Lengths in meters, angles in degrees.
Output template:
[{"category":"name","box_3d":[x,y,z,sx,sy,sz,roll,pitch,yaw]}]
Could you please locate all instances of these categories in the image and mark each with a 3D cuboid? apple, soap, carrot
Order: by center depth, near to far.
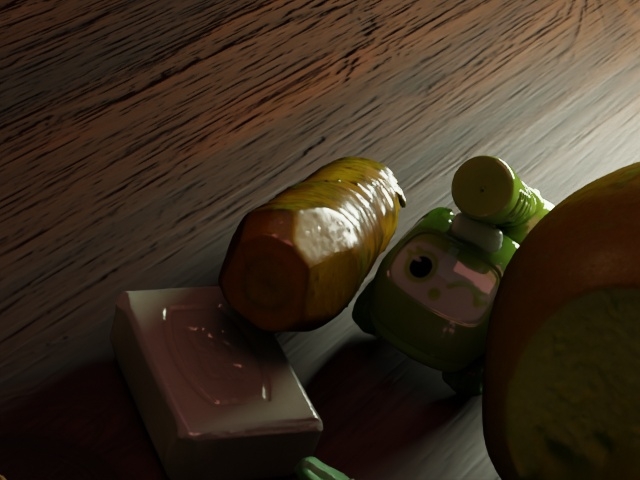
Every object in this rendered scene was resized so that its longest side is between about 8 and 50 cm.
[{"category":"apple","box_3d":[0.292,0.115,1.147,0.374,0.374,0.384,19,74,9]},{"category":"soap","box_3d":[-0.089,0.114,1.216,0.121,0.063,0.183,-3,38,-26]},{"category":"carrot","box_3d":[0.000,0.000,1.307,0.114,0.114,0.302,20,19,11]}]

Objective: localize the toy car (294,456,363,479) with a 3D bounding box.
[{"category":"toy car","box_3d":[0.089,0.285,0.920,0.359,0.213,0.176,27,2,15]}]

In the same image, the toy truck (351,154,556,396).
[{"category":"toy truck","box_3d":[0.143,0.016,1.326,0.148,0.210,0.187,31,20,25]}]

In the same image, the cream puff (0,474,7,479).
[{"category":"cream puff","box_3d":[-0.300,0.188,0.933,0.240,0.164,0.240,49,6,-7]}]
